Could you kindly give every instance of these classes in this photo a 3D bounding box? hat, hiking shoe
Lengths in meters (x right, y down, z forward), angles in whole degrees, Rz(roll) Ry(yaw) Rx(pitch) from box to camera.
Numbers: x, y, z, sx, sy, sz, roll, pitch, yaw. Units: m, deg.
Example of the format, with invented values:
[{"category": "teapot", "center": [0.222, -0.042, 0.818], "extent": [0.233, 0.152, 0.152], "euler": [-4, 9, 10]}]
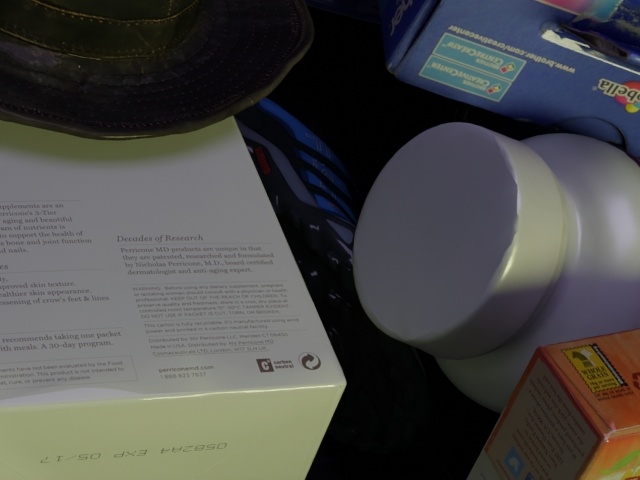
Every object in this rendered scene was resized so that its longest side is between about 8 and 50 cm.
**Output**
[{"category": "hat", "center": [-0.149, -0.199, 0.892], "extent": [0.331, 0.134, 0.331], "euler": [11, 36, -8]}, {"category": "hiking shoe", "center": [0.000, 0.000, 1.054], "extent": [0.132, 0.113, 0.304], "euler": [-9, 55, -47]}]

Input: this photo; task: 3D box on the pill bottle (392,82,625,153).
[{"category": "pill bottle", "center": [0.170, -0.069, 1.182], "extent": [0.219, 0.123, 0.123], "euler": [20, 38, 19]}]

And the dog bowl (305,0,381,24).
[{"category": "dog bowl", "center": [0.066, -0.241, 1.281], "extent": [0.265, 0.104, 0.265], "euler": [10, 18, -3]}]

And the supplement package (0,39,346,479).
[{"category": "supplement package", "center": [-0.142, 0.047, 0.869], "extent": [0.199, 0.198, 0.263], "euler": [-2, 45, -25]}]

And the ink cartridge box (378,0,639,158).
[{"category": "ink cartridge box", "center": [0.178, -0.196, 1.026], "extent": [0.270, 0.151, 0.395], "euler": [16, 43, -19]}]

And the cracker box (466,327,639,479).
[{"category": "cracker box", "center": [0.149, 0.143, 0.865], "extent": [0.155, 0.232, 0.067], "euler": [-7, 47, -30]}]

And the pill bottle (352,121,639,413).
[{"category": "pill bottle", "center": [0.167, 0.034, 0.972], "extent": [0.301, 0.169, 0.169], "euler": [21, 33, -39]}]
